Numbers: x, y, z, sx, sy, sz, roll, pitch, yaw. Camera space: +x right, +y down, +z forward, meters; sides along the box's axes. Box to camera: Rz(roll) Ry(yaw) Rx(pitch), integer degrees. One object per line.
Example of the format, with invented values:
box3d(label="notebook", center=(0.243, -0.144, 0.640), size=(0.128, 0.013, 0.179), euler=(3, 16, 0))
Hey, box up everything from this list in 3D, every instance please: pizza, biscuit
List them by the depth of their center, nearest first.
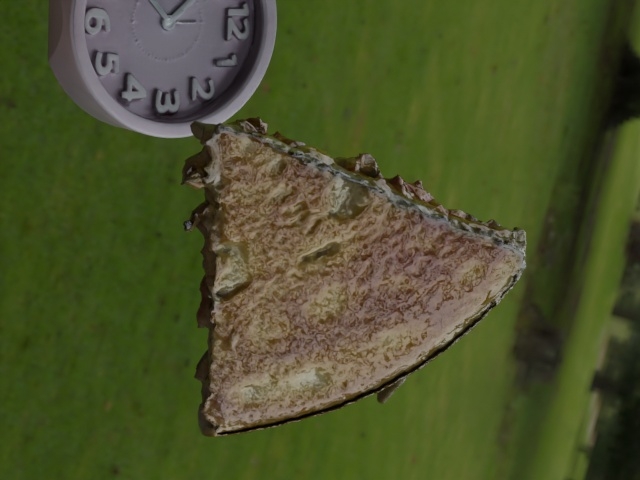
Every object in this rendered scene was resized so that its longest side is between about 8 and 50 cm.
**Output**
box3d(label="pizza", center=(0.000, 0.000, 0.767), size=(0.053, 0.201, 0.193), euler=(-109, 175, -56))
box3d(label="biscuit", center=(0.099, 0.155, 1.870), size=(0.147, 0.018, 0.071), euler=(123, -16, -56))

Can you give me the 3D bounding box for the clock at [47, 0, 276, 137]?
box3d(label="clock", center=(-0.137, -0.189, 1.283), size=(0.197, 0.068, 0.196), euler=(-9, 106, -32))
